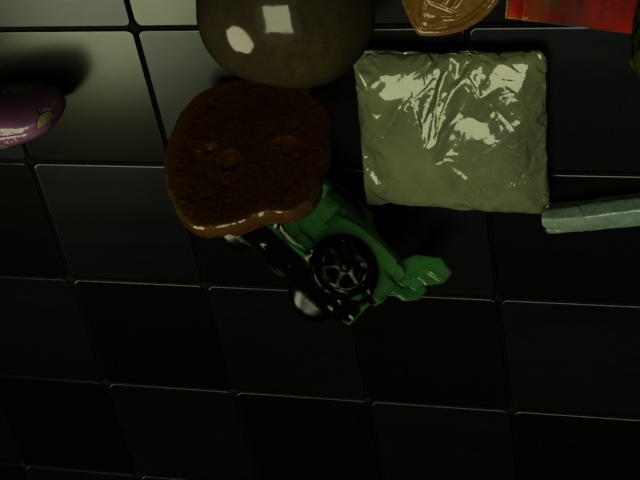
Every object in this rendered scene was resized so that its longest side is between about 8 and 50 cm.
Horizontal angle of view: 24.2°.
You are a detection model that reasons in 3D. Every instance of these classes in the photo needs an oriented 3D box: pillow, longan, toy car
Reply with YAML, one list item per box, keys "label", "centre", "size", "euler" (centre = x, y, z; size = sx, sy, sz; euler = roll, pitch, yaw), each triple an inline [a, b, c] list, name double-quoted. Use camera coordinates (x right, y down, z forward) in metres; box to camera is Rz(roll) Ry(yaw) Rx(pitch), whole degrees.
- label: "pillow"
  centre: [0.186, -0.153, 2.143]
  size: [0.281, 0.076, 0.274]
  euler: [4, 129, 15]
- label: "longan"
  centre: [-0.050, -0.307, 1.999]
  size: [0.248, 0.248, 0.248]
  euler: [10, 131, 11]
- label: "toy car"
  centre: [0.000, 0.000, 2.267]
  size: [0.359, 0.176, 0.213]
  euler: [43, 161, 1]

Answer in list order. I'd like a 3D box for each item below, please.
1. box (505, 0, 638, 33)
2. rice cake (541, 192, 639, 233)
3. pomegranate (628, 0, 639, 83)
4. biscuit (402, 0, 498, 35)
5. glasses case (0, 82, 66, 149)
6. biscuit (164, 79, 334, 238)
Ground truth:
- label: "box"
  centre: [0.333, -0.336, 1.954]
  size: [0.175, 0.048, 0.112]
  euler: [10, 133, 10]
- label: "rice cake"
  centre: [0.443, -0.044, 2.168]
  size: [0.245, 0.045, 0.042]
  euler: [-6, 128, 23]
- label: "pomegranate"
  centre: [0.499, -0.243, 1.862]
  size: [0.254, 0.254, 0.270]
  euler: [40, 149, -16]
- label: "biscuit"
  centre: [0.179, -0.359, 2.001]
  size: [0.142, 0.029, 0.220]
  euler: [23, 132, -2]
- label: "glasses case"
  centre: [-0.545, -0.187, 2.332]
  size: [0.316, 0.123, 0.076]
  euler: [-5, 128, 22]
- label: "biscuit"
  centre: [-0.104, -0.123, 2.145]
  size: [0.257, 0.273, 0.049]
  euler: [-11, 144, 14]
